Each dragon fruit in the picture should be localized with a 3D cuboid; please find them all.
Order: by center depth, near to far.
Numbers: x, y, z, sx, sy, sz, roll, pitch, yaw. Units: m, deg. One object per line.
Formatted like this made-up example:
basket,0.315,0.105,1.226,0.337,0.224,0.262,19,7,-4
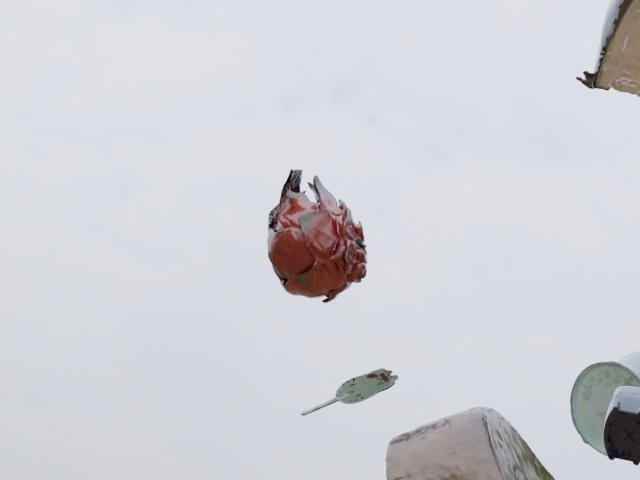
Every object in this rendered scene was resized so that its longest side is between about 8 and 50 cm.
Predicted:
dragon fruit,-0.005,-0.001,0.858,0.121,0.142,0.130,13,-68,-39

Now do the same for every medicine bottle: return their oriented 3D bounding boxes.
medicine bottle,0.492,0.241,0.989,0.258,0.079,0.124,4,8,9
medicine bottle,0.703,0.350,1.620,0.289,0.245,0.245,6,-25,-31

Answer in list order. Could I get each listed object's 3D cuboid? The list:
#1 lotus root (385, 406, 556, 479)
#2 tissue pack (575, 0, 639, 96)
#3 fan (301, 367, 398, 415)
lotus root,0.138,0.270,0.430,0.111,0.390,0.375,-27,-83,14
tissue pack,0.411,-0.367,0.849,0.122,0.362,0.259,19,-13,13
fan,0.023,0.124,0.617,0.083,0.004,0.056,-23,8,-7
